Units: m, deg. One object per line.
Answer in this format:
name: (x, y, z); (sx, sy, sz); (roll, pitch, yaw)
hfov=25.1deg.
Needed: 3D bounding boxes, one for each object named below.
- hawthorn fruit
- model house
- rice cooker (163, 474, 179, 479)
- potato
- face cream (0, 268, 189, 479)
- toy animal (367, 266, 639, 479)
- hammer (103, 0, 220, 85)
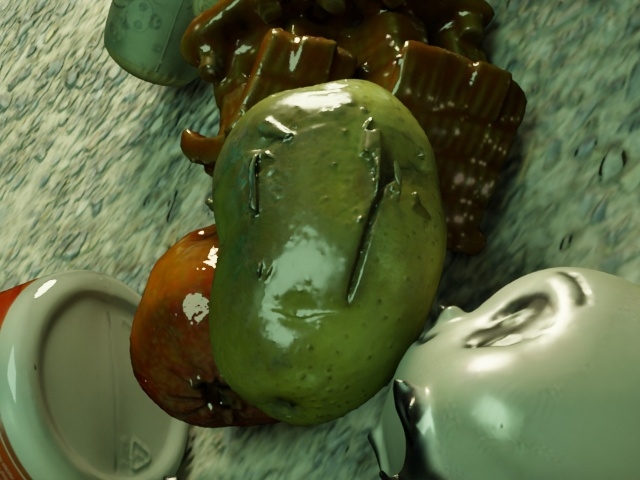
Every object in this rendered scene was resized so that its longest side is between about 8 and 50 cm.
hawthorn fruit: (-0.062, 0.033, 1.170); (0.165, 0.165, 0.285); (-34, 23, 20)
model house: (0.024, -0.098, 1.113); (0.219, 0.199, 0.229); (-44, 38, 29)
rice cooker: (-0.093, 0.288, 0.955); (0.226, 0.226, 0.244); (-23, 53, 29)
potato: (0.000, 0.000, 0.932); (0.169, 0.143, 0.248); (-35, 38, 46)
face cream: (-0.236, 0.139, 1.175); (0.187, 0.201, 0.201); (-19, 53, 32)
toy animal: (0.120, 0.166, 0.840); (0.251, 0.251, 0.310); (22, 75, 46)
hammer: (-0.065, -0.203, 1.315); (0.305, 0.113, 0.201); (33, 113, 33)
